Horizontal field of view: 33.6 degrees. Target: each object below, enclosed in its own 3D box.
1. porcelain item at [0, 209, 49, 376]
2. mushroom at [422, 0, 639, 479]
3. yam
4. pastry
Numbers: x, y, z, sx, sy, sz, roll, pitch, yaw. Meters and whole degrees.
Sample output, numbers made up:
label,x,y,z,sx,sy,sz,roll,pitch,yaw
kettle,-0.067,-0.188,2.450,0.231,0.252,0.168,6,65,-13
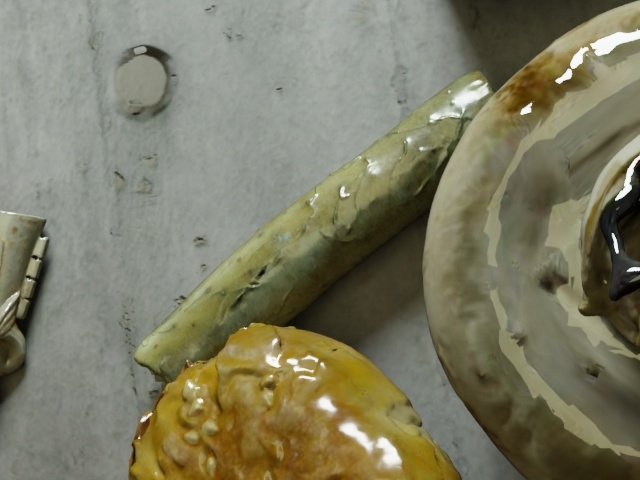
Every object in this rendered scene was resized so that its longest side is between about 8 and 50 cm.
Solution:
label,x,y,z,sx,sy,sz,roll,pitch,yaw
porcelain item,-0.303,0.077,0.958,0.084,0.054,0.213,9,87,12
mushroom,0.241,0.014,0.669,0.362,0.294,0.362,-2,81,16
yam,0.000,0.000,0.863,0.371,0.083,0.083,-41,74,8
pastry,-0.004,0.216,0.793,0.255,0.162,0.311,-45,63,19
